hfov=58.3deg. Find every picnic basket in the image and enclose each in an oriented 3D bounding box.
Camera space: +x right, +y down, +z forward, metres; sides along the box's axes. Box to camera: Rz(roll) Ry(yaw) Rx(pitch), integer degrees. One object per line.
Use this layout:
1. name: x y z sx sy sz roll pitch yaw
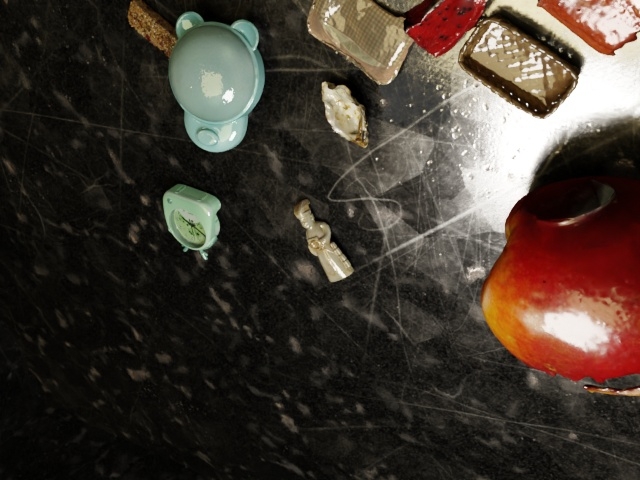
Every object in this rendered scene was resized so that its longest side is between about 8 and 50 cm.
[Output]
1. picnic basket: 0.334 -0.295 0.968 0.193 0.055 0.110 37 134 4

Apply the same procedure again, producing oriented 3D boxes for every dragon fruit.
1. dragon fruit: 0.213 -0.406 0.937 0.192 0.122 0.092 -37 62 43

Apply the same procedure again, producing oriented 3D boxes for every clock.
1. clock: -0.349 -0.044 1.574 0.159 0.066 0.211 22 131 18

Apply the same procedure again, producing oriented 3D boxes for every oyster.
1. oyster: 0.059 -0.258 1.172 0.103 0.051 0.148 11 128 48

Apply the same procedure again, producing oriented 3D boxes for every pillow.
1. pillow: 0.072 -0.397 1.079 0.211 0.034 0.135 36 135 8

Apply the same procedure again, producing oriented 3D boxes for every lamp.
1. lamp: -0.226 -0.331 1.235 0.209 0.147 0.284 16 130 15

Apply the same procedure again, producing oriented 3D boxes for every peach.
1. peach: 0.457 0.055 0.947 0.406 0.335 0.310 1 123 39

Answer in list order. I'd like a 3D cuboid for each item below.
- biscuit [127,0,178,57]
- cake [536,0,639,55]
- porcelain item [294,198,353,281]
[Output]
1. biscuit: -0.353 -0.463 1.299 0.199 0.034 0.064 40 135 2
2. cake: 0.427 -0.382 0.746 0.151 0.177 0.283 37 147 1
3. porcelain item: 0.000 0.000 1.393 0.084 0.054 0.213 -19 109 38
